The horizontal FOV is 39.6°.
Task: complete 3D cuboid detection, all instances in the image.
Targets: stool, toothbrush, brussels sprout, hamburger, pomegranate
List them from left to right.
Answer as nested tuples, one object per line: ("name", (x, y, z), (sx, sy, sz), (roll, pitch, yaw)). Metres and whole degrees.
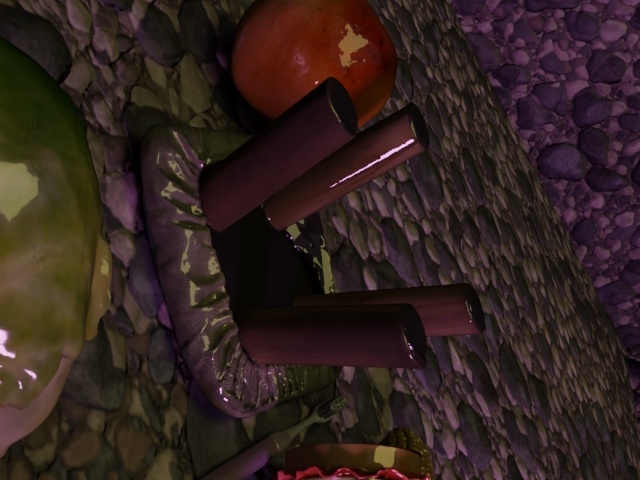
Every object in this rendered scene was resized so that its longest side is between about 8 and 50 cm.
("brussels sprout", (-0.217, -0.003, 0.493), (0.244, 0.244, 0.244), (45, 35, -43))
("toothbrush", (-0.049, 0.208, 0.898), (0.024, 0.029, 0.354), (59, 24, 8))
("pomegranate", (-0.005, -0.222, 1.103), (0.209, 0.209, 0.209), (45, 35, -43))
("stool", (0.000, 0.000, 0.925), (0.310, 0.226, 0.310), (-5, 77, -66))
("hamburger", (0.032, 0.274, 0.861), (0.175, 0.175, 0.137), (37, 47, -50))

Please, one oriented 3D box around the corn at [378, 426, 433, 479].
("corn", (0.082, 0.339, 1.004), (0.097, 0.097, 0.320), (58, 25, -24))
